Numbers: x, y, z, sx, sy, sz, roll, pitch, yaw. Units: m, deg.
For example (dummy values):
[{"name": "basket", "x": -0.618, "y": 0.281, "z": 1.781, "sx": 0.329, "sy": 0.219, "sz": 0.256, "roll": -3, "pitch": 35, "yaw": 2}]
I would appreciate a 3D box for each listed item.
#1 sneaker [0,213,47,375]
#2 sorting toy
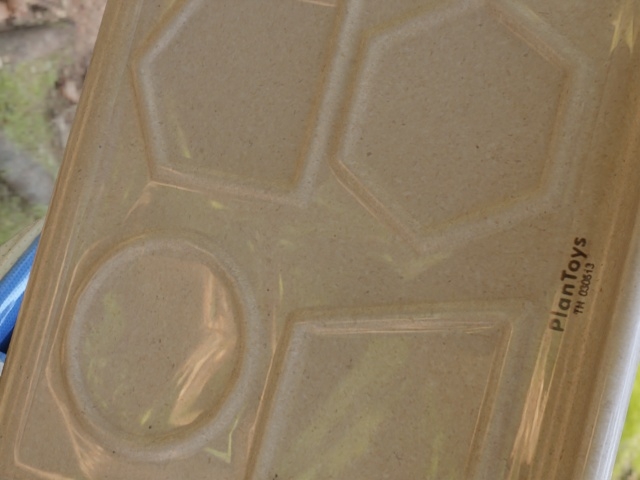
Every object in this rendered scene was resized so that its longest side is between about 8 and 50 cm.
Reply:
[{"name": "sneaker", "x": -0.108, "y": 0.067, "z": 0.641, "sx": 0.130, "sy": 0.236, "sz": 0.323, "roll": 42, "pitch": 33, "yaw": 6}, {"name": "sorting toy", "x": 0.000, "y": 0.000, "z": 0.367, "sx": 0.038, "sy": 0.208, "sz": 0.193, "roll": 23, "pitch": 81, "yaw": -58}]
